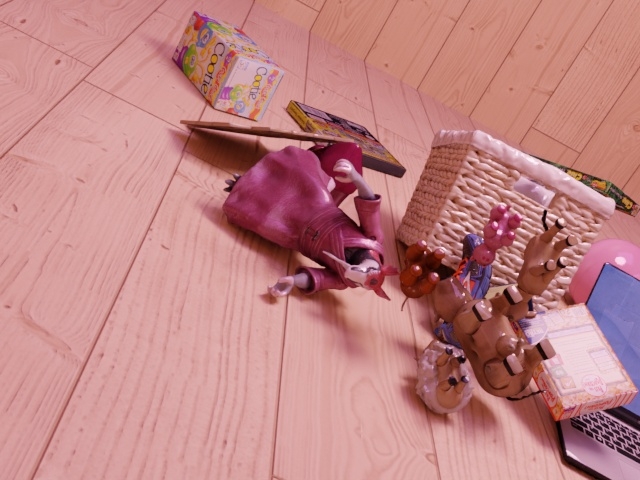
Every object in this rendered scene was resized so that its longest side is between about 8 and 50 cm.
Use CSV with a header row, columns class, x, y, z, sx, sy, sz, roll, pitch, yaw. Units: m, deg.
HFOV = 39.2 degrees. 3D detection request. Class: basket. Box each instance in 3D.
class,x,y,z,sx,sy,sz,roll,pitch,yaw
basket,0.360,-0.045,1.866,0.328,0.266,0.331,26,4,-9

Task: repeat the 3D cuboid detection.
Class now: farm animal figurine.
class,x,y,z,sx,sy,sz,roll,pitch,yaw
farm animal figurine,0.277,0.115,1.491,0.331,0.172,0.326,-5,68,-19

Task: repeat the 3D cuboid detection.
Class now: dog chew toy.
class,x,y,z,sx,sy,sz,roll,pitch,yaw
dog chew toy,0.738,0.150,2.136,0.207,0.206,0.331,13,35,-38

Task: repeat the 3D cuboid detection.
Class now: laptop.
class,x,y,z,sx,sy,sz,roll,pitch,yaw
laptop,0.637,0.291,1.611,0.382,0.236,0.408,29,21,-2

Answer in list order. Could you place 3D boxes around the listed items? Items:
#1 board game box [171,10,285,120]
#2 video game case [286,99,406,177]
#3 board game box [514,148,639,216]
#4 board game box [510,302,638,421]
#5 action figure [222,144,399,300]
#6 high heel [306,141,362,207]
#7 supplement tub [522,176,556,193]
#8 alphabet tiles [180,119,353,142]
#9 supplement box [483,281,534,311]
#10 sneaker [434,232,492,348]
class,x,y,z,sx,sy,sz,roll,pitch,yaw
board game box,-0.234,-0.435,2.234,0.142,0.144,0.275,10,28,-41
video game case,0.069,-0.273,2.421,0.275,0.035,0.248,14,26,-38
board game box,0.523,-0.122,1.864,0.136,0.030,0.260,24,4,-40
board game box,0.432,0.205,1.551,0.147,0.045,0.193,-9,50,-16
action figure,0.000,0.000,1.574,0.370,0.248,0.275,42,-3,30
high heel,0.040,-0.180,1.963,0.127,0.181,0.377,24,22,-15
supplement tub,0.556,-0.042,2.324,0.191,0.191,0.272,28,21,-6
alphabet tiles,-0.108,-0.229,1.908,0.343,0.011,0.285,3,5,-43
supplement box,0.347,0.120,1.677,0.083,0.056,0.083,-10,14,2
sneaker,0.261,0.090,1.648,0.087,0.221,0.083,11,-17,-4
